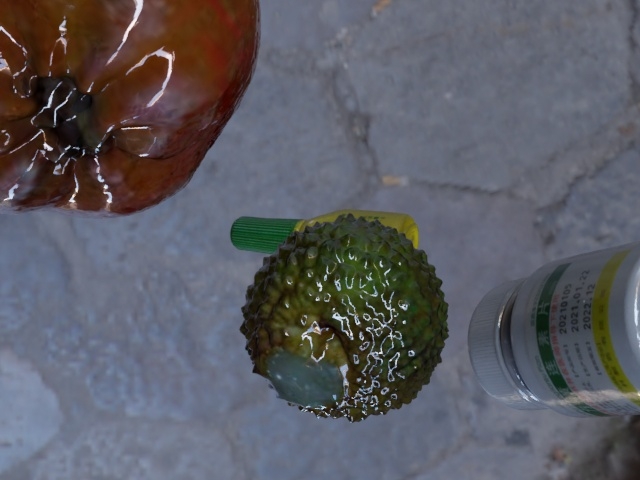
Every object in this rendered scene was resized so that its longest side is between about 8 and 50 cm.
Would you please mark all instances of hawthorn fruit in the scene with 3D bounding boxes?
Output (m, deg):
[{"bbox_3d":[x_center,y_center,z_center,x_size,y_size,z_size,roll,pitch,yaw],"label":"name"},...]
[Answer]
[{"bbox_3d":[-0.185,-0.148,1.018,0.284,0.284,0.284,-6,137,-5],"label":"hawthorn fruit"}]

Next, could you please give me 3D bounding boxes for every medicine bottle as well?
[{"bbox_3d":[0.000,0.000,1.790,0.261,0.095,0.064,6,158,29],"label":"medicine bottle"},{"bbox_3d":[0.351,0.118,1.731,0.208,0.208,0.340,18,162,-27],"label":"medicine bottle"}]

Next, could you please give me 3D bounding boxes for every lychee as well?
[{"bbox_3d":[0.023,0.053,1.038,0.171,0.171,0.171,-6,137,-5],"label":"lychee"}]
